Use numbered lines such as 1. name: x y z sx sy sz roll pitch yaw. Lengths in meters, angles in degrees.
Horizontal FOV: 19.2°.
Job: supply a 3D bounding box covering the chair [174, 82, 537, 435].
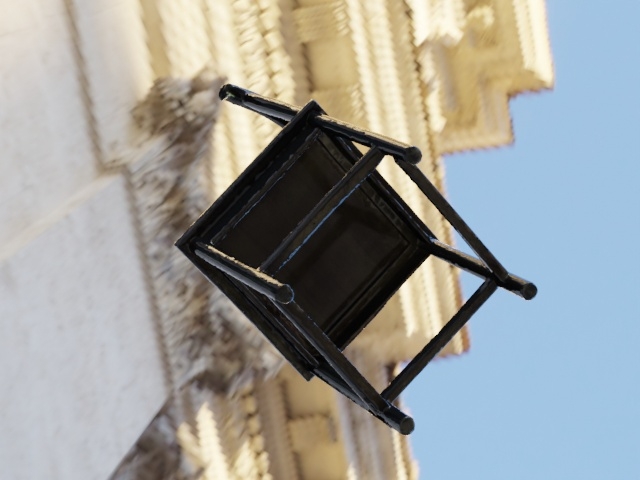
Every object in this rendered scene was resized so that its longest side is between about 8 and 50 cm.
1. chair: 0.000 0.000 1.244 0.141 0.260 0.154 -47 -63 -9
